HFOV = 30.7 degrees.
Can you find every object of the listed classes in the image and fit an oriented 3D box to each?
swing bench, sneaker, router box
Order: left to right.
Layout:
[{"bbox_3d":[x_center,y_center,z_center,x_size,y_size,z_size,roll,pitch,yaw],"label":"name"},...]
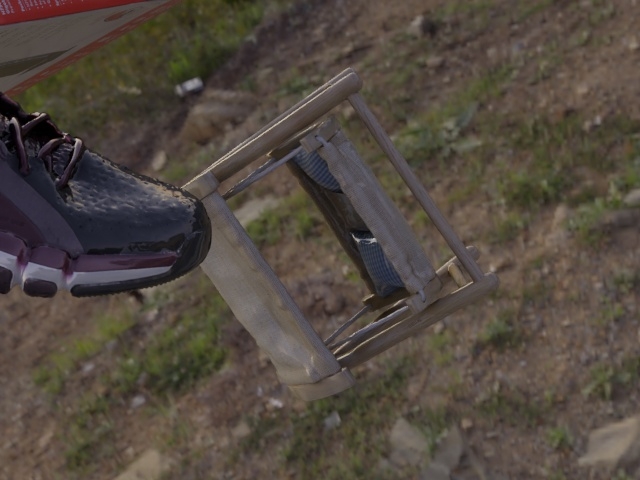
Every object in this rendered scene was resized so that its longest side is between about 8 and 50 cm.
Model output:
[{"bbox_3d":[-0.184,-0.070,0.583,0.281,0.162,0.106,8,20,-11],"label":"sneaker"},{"bbox_3d":[-0.337,-0.201,1.147,0.335,0.082,0.301,-20,5,35],"label":"router box"},{"bbox_3d":[0.000,0.000,1.181,0.255,0.253,0.165,-35,8,6],"label":"swing bench"}]
